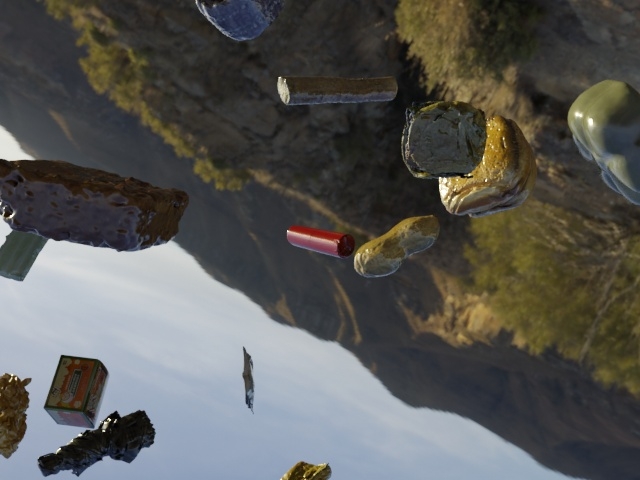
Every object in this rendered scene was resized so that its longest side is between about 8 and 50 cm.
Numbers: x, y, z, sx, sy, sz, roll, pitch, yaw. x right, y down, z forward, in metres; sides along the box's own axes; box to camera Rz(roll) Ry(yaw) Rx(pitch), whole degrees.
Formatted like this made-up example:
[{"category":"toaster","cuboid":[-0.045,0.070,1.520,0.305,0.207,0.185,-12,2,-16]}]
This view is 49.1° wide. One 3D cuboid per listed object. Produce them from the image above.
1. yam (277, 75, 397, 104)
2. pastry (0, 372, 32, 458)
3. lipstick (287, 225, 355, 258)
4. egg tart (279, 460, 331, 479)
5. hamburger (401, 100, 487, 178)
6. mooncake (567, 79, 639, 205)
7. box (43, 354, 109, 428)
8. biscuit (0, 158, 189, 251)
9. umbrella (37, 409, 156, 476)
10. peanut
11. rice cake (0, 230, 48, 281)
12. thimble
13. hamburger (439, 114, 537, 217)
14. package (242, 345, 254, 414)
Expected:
[{"category":"yam","cuboid":[0.056,-0.406,1.885,0.356,0.081,0.081,-7,-162,-26]},{"category":"pastry","cuboid":[-0.867,0.479,1.942,0.102,0.154,0.250,-12,-150,-4]},{"category":"lipstick","cuboid":[-0.001,0.001,2.078,0.073,0.073,0.279,27,172,-34]},{"category":"egg tart","cuboid":[-0.087,0.836,2.358,0.116,0.295,0.295,47,-174,17]},{"category":"hamburger","cuboid":[0.296,-0.237,1.652,0.206,0.183,0.130,6,-166,27]},{"category":"mooncake","cuboid":[0.600,-0.188,1.378,0.275,0.135,0.275,48,-166,-16]},{"category":"box","cuboid":[-0.830,0.522,2.409,0.148,0.195,0.178,8,147,1]},{"category":"biscuit","cuboid":[-0.553,-0.084,1.687,0.394,0.166,0.342,14,-170,9]},{"category":"umbrella","cuboid":[-0.633,0.605,2.009,0.154,0.128,0.336,51,-136,10]},{"category":"peanut","cuboid":[0.205,0.017,1.863,0.101,0.263,0.117,44,-161,-44]},{"category":"rice cake","cuboid":[-0.924,0.015,2.182,0.127,0.237,0.043,16,154,14]},{"category":"thimble","cuboid":[-0.145,-0.444,1.259,0.150,0.150,0.098,28,173,37]},{"category":"hamburger","cuboid":[0.509,-0.221,2.152,0.304,0.284,0.174,-15,159,39]},{"category":"package","cuboid":[-0.212,0.414,2.070,0.027,0.173,0.171,-3,155,-1]}]
